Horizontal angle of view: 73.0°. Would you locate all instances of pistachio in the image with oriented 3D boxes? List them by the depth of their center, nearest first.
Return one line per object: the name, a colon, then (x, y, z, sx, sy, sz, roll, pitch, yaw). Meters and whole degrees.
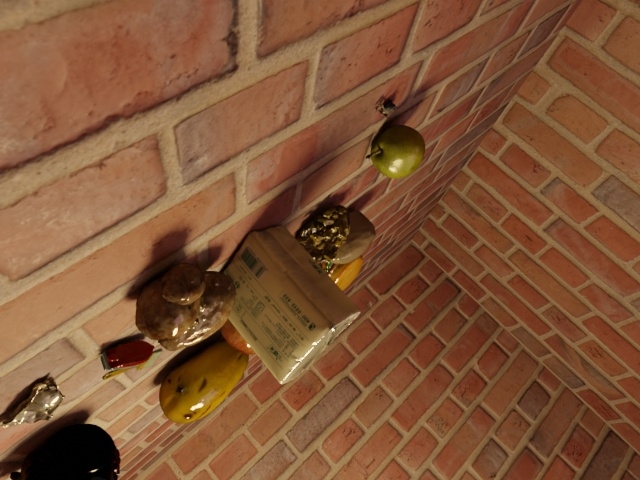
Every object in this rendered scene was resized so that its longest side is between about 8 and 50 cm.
pistachio: (0.112, -0.015, 1.782, 0.288, 0.166, 0.197, -34, 124, -40)

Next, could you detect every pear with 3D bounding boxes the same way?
pear: (0.234, -0.290, 1.401, 0.216, 0.166, 0.180, -4, 156, -35)

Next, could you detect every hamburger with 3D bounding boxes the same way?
hamburger: (0.075, 0.116, 2.019, 0.246, 0.170, 0.246, -44, 155, -26)

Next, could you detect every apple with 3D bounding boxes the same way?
apple: (-0.254, 0.298, 1.556, 0.188, 0.211, 0.211, -43, 165, -8)

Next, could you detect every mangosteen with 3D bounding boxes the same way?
mangosteen: (-0.741, 0.680, 1.267, 0.288, 0.288, 0.233, -16, 139, -61)

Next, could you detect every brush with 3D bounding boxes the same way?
brush: (-0.580, 0.389, 1.330, 0.083, 0.011, 0.205, -48, 164, 18)

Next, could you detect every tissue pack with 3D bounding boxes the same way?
tissue pack: (-0.117, 0.187, 1.297, 0.297, 0.380, 0.207, -50, 160, 25)

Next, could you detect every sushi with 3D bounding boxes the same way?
sushi: (0.001, -0.003, 1.551, 0.296, 0.166, 0.179, -34, -174, -12)

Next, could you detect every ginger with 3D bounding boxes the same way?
ginger: (-0.338, 0.162, 1.074, 0.245, 0.155, 0.304, -41, 166, -5)

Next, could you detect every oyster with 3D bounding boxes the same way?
oyster: (-0.664, 0.389, 1.024, 0.166, 0.053, 0.108, -40, 140, 13)

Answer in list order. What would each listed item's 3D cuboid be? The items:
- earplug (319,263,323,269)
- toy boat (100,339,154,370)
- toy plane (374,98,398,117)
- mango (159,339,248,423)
earplug: (-0.073, 0.164, 1.725, 0.325, 0.175, 0.214, -39, 131, -65)
toy boat: (-0.519, 0.311, 1.173, 0.059, 0.069, 0.173, -28, 169, 19)
toy plane: (0.191, -0.382, 1.251, 0.049, 0.031, 0.121, -41, 170, 23)
mango: (-0.439, 0.545, 1.728, 0.301, 0.220, 0.445, -54, 166, 24)
